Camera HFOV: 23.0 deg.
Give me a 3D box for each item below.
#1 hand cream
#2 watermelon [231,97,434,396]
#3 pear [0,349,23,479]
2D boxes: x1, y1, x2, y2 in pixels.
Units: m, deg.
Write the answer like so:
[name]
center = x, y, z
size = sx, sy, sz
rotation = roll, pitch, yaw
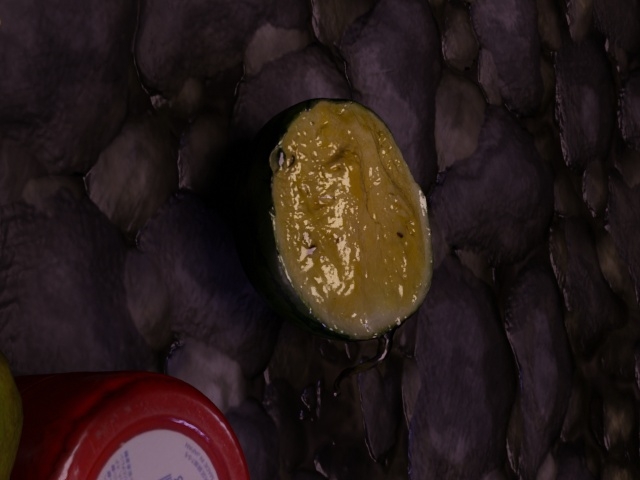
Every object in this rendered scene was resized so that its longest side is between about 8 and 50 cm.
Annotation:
[hand cream]
center = -0.166, 0.203, 1.133
size = 0.230, 0.149, 0.230
rotation = 9, 79, -52
[watermelon]
center = -0.001, -0.008, 1.368
size = 0.204, 0.127, 0.232
rotation = -35, 110, -46
[pear]
center = -0.299, 0.147, 0.932
size = 0.269, 0.212, 0.212
rotation = -38, 115, -30
